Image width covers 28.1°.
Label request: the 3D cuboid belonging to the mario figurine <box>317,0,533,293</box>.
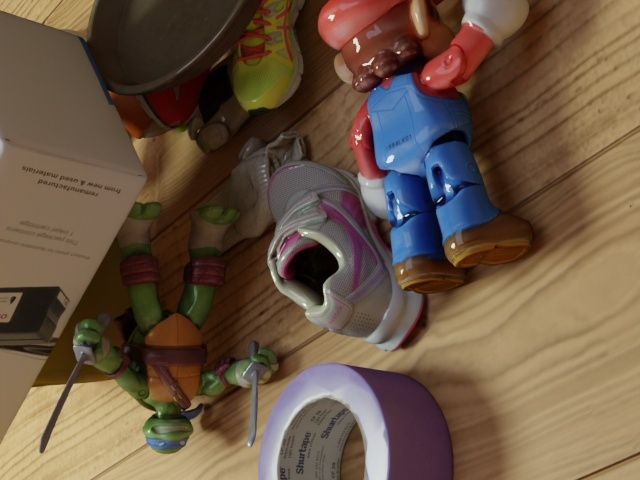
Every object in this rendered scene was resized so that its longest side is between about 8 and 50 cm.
[{"bbox_3d":[0.112,-0.121,1.178,0.198,0.170,0.321,-15,75,10],"label":"mario figurine"}]

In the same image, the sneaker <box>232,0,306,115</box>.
[{"bbox_3d":[-0.069,-0.236,1.389,0.081,0.094,0.209,-7,66,25],"label":"sneaker"}]

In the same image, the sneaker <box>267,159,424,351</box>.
[{"bbox_3d":[0.000,0.000,1.256,0.103,0.111,0.252,-59,41,22],"label":"sneaker"}]

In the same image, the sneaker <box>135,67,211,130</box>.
[{"bbox_3d":[-0.138,-0.261,1.485,0.118,0.107,0.279,-4,63,40],"label":"sneaker"}]

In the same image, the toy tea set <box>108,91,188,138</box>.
[{"bbox_3d":[-0.275,-0.107,1.638,0.200,0.124,0.336,-56,7,-29],"label":"toy tea set"}]

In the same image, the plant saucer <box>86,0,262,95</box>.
[{"bbox_3d":[-0.147,-0.274,1.385,0.277,0.041,0.278,-23,52,32],"label":"plant saucer"}]

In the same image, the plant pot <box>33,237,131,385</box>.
[{"bbox_3d":[-0.321,0.086,1.572,0.212,0.187,0.212,-12,70,50],"label":"plant pot"}]

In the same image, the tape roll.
[{"bbox_3d":[0.029,0.211,1.186,0.189,0.080,0.189,-19,65,48],"label":"tape roll"}]

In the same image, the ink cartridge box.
[{"bbox_3d":[-0.372,-0.011,1.373,0.395,0.166,0.285,-57,40,25],"label":"ink cartridge box"}]

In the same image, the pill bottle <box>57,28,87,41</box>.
[{"bbox_3d":[-0.402,-0.219,1.818,0.208,0.117,0.118,-13,69,49],"label":"pill bottle"}]

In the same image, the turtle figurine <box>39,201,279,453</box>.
[{"bbox_3d":[-0.148,0.091,1.340,0.197,0.274,0.266,-2,82,13],"label":"turtle figurine"}]

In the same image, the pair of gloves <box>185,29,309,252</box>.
[{"bbox_3d":[-0.091,-0.111,1.460,0.204,0.042,0.240,-26,61,45],"label":"pair of gloves"}]
